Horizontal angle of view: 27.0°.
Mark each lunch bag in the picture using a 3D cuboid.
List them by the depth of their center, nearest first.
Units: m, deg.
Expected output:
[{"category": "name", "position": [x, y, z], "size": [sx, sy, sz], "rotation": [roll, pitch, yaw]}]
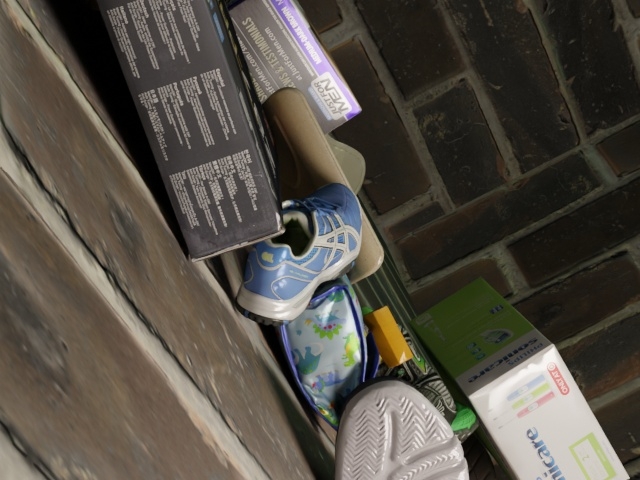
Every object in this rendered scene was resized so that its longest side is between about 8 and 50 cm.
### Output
[{"category": "lunch bag", "position": [0.008, 0.109, 1.331], "size": [0.129, 0.096, 0.151], "rotation": [-105, -177, -80]}]

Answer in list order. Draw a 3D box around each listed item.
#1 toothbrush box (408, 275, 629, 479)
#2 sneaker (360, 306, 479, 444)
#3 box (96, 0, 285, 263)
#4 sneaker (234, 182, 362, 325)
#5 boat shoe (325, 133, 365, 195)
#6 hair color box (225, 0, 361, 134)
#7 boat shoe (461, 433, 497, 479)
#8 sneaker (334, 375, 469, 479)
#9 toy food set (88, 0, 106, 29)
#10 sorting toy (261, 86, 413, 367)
[{"category": "toothbrush box", "position": [0.238, 0.193, 1.657], "size": [0.206, 0.122, 0.283], "rotation": [58, 0, -17]}, {"category": "sneaker", "position": [0.077, 0.179, 1.573], "size": [0.146, 0.134, 0.343], "rotation": [54, -1, -15]}, {"category": "box", "position": [-0.137, -0.210, 1.198], "size": [0.318, 0.097, 0.395], "rotation": [-95, 166, -75]}, {"category": "sneaker", "position": [-0.009, -0.004, 1.251], "size": [0.211, 0.080, 0.081], "rotation": [-56, 160, -54]}, {"category": "boat shoe", "position": [-0.040, -0.158, 2.174], "size": [0.096, 0.117, 0.324], "rotation": [17, -9, 34]}, {"category": "hair color box", "position": [-0.066, -0.250, 1.599], "size": [0.185, 0.110, 0.339], "rotation": [55, 7, -25]}, {"category": "boat shoe", "position": [0.172, 0.311, 1.769], "size": [0.324, 0.123, 0.116], "rotation": [-106, 170, -58]}, {"category": "sneaker", "position": [0.076, 0.241, 1.268], "size": [0.180, 0.124, 0.321], "rotation": [-116, -172, -65]}, {"category": "toy food set", "position": [-0.214, -0.240, 1.264], "size": [0.122, 0.019, 0.078], "rotation": [62, 6, -12]}, {"category": "sorting toy", "position": [0.000, 0.000, 1.448], "size": [0.307, 0.041, 0.229], "rotation": [63, -26, 2]}]
